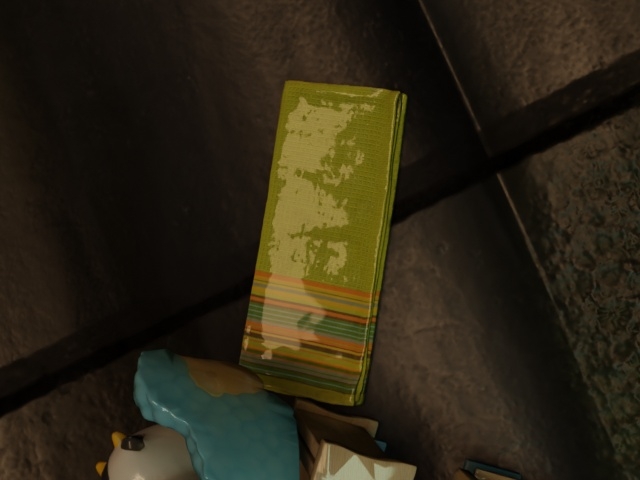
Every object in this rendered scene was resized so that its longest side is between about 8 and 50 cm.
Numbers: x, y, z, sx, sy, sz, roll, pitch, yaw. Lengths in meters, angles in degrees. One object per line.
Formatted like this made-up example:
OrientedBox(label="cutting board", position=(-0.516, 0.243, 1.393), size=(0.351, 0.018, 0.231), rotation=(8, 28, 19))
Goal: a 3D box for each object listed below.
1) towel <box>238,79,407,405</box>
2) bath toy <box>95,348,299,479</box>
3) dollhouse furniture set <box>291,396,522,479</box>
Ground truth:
OrientedBox(label="towel", position=(0.000, 0.000, 0.913), size=(0.102, 0.021, 0.237), rotation=(8, 89, 18))
OrientedBox(label="bath toy", position=(-0.136, 0.246, 0.857), size=(0.129, 0.151, 0.348), rotation=(20, 112, -15))
OrientedBox(label="dollhouse furniture set", position=(0.059, 0.208, 0.847), size=(0.183, 0.129, 0.129), rotation=(17, 93, -11))
